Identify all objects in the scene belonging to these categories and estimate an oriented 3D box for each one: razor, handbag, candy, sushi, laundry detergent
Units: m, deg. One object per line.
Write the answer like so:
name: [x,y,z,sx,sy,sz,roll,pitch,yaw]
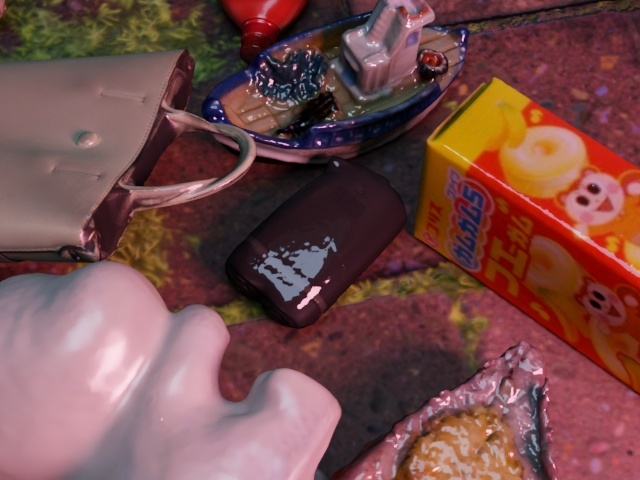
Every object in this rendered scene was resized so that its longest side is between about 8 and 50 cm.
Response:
razor: [0.000,0.000,1.049,0.090,0.054,0.148,39,66,17]
handbag: [-0.206,-0.073,0.998,0.315,0.109,0.241,-3,41,21]
candy: [0.206,0.009,0.994,0.276,0.146,0.088,37,66,19]
sushi: [0.078,0.181,0.905,0.161,0.107,0.241,4,64,0]
laundry detergent: [-0.054,-0.232,1.196,0.097,0.049,0.165,4,59,10]

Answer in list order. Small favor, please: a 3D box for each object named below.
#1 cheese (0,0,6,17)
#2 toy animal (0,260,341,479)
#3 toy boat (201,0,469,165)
cheese: [-0.384,-0.264,1.200,0.163,0.071,0.249,-16,60,-11]
toy animal: [-0.178,0.132,0.878,0.367,0.196,0.241,36,56,16]
toy boat: [0.019,-0.143,1.101,0.262,0.115,0.114,-26,62,-15]
